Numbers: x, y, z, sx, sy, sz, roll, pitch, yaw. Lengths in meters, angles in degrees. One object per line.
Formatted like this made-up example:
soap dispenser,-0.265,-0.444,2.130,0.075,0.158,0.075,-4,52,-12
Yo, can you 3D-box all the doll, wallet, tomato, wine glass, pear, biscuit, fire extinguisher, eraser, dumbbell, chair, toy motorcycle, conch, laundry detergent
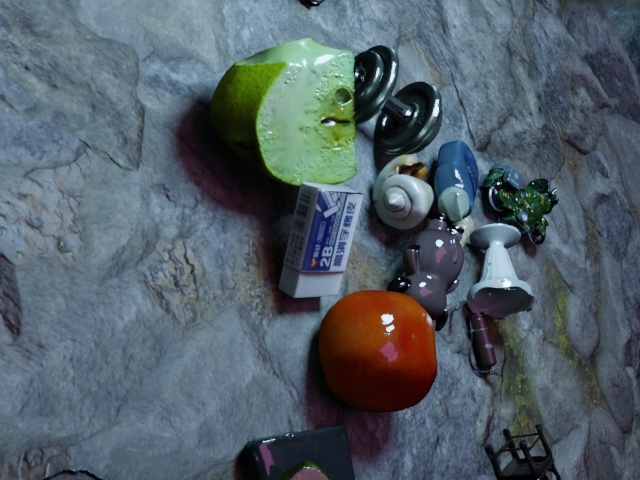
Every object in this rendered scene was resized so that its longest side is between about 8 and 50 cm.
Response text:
doll,0.231,0.071,1.622,0.182,0.117,0.257,32,75,-30
wallet,-0.010,0.532,1.279,0.228,0.062,0.406,3,74,-44
tomato,0.117,0.205,1.445,0.259,0.180,0.260,20,59,-38
wine glass,0.430,0.073,1.835,0.165,0.165,0.197,27,50,-36
pear,-0.081,-0.231,1.411,0.281,0.176,0.287,-24,121,-36
biscuit,0.321,0.009,1.813,0.219,0.055,0.061,-52,123,-43
fire extinguisher,0.383,0.254,1.795,0.078,0.045,0.157,-11,83,-18
eraser,0.000,0.000,1.420,0.124,0.068,0.210,1,107,-46
dumbbell,0.148,-0.306,1.660,0.290,0.192,0.192,29,56,-33
chair,0.491,0.551,1.740,0.113,0.106,0.229,-25,92,-48
toy motorcycle,0.545,-0.117,2.041,0.274,0.124,0.187,34,62,-32
conch,0.186,-0.105,1.699,0.158,0.127,0.255,70,17,1
laundry detergent,0.320,-0.132,1.766,0.290,0.094,0.143,-67,142,-63

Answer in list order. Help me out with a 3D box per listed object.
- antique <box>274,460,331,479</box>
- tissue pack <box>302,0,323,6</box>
antique,-0.074,0.440,1.171,0.221,0.080,0.081,-38,90,-24
tissue pack,-0.058,-0.738,1.670,0.259,0.122,0.361,24,61,-34
